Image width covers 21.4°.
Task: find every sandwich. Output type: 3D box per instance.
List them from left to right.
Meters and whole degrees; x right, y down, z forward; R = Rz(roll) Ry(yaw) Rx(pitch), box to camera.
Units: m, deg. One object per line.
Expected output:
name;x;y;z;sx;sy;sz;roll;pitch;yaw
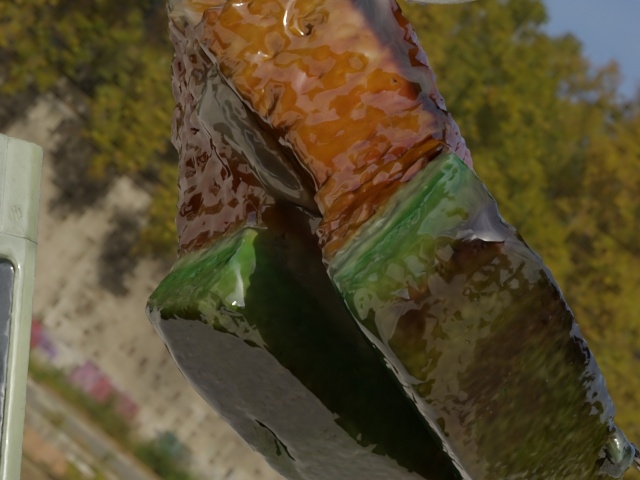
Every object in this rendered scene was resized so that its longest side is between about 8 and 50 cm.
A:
sandwich;0.000;0.000;0.735;0.301;0.162;0.250;62;0;30

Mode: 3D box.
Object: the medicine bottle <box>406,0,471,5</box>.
medicine bottle;0.101;-0.260;0.849;0.170;0.170;0.293;39;-37;-2

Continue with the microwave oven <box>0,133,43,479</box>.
microwave oven;-0.219;0.080;0.708;0.145;0.240;0.194;14;-23;-34
